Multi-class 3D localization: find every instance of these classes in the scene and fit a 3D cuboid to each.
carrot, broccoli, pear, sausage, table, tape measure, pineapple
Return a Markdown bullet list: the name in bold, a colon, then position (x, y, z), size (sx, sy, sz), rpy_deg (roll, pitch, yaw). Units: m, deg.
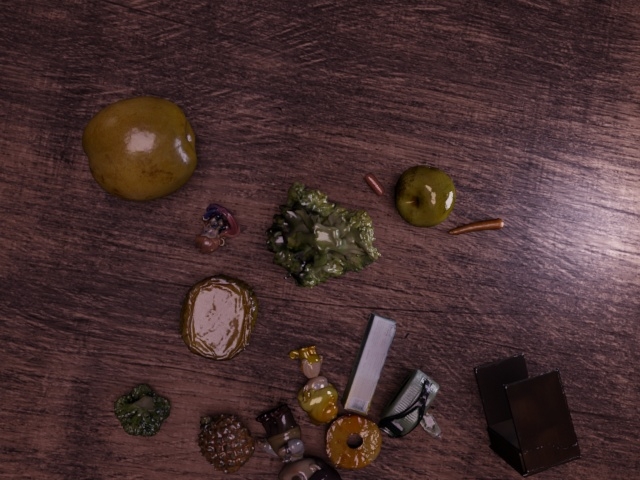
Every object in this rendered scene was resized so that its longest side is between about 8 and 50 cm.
- **carrot**: position (0.511, -0.043, 1.931), size (0.190, 0.037, 0.037), rpy_deg (-9, 91, -3)
- **broccoli**: position (-0.538, 0.511, 1.760), size (0.162, 0.138, 0.146), rpy_deg (28, 48, -4)
- **pear**: position (-0.510, -0.261, 1.679), size (0.314, 0.314, 0.314), rpy_deg (0, 90, -7)
- **broccoli**: position (0.007, 0.009, 1.742), size (0.348, 0.281, 0.293), rpy_deg (22, 86, 3)
- **sausage**: position (0.175, -0.180, 1.888), size (0.034, 0.034, 0.083), rpy_deg (-39, 94, -5)
- **pear**: position (0.331, -0.141, 1.836), size (0.197, 0.197, 0.197), rpy_deg (0, 90, -7)
- **table**: position (0.635, 0.535, 1.838), size (0.196, 0.250, 0.282), rpy_deg (-15, 93, -6)
- **tape measure**: position (0.273, 0.522, 1.815), size (0.115, 0.207, 0.235), rpy_deg (36, 85, 8)
- **pineapple**: position (-0.297, 0.603, 1.774), size (0.166, 0.166, 0.193), rpy_deg (-40, 94, -5)

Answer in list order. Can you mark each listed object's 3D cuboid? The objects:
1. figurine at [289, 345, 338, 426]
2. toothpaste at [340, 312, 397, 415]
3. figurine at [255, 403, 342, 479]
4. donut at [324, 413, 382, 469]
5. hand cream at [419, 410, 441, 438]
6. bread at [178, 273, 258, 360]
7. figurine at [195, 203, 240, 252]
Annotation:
- **figurine**: position (-0.019, 0.455, 1.832), size (0.156, 0.131, 0.246), rpy_deg (1, 71, -46)
- **toothpaste**: position (0.155, 0.392, 1.871), size (0.089, 0.071, 0.313), rpy_deg (19, 88, -4)
- **figurine**: position (-0.076, 0.691, 1.768), size (0.218, 0.206, 0.365), rpy_deg (-33, 92, 22)
- **donut**: position (0.096, 0.630, 1.857), size (0.190, 0.074, 0.174), rpy_deg (-2, 85, -17)
- **hand cream**: position (0.338, 0.579, 1.915), size (0.057, 0.037, 0.165), rpy_deg (-37, 88, -6)
- **bread**: position (-0.309, 0.230, 1.781), size (0.227, 0.142, 0.253), rpy_deg (13, 86, -5)
- **figurine**: position (-0.318, -0.025, 1.788), size (0.126, 0.114, 0.157), rpy_deg (15, 73, 9)
